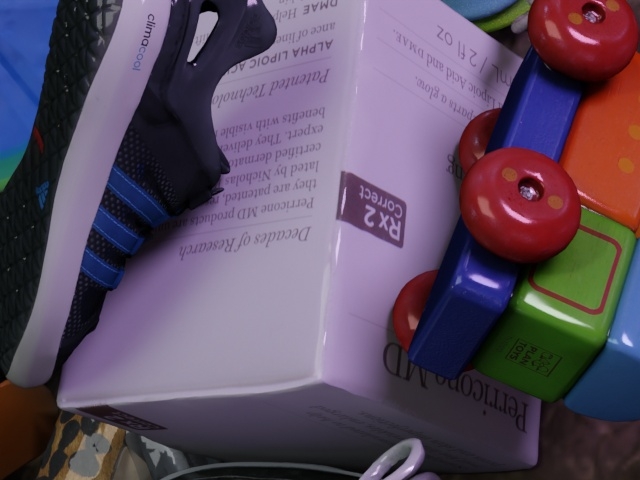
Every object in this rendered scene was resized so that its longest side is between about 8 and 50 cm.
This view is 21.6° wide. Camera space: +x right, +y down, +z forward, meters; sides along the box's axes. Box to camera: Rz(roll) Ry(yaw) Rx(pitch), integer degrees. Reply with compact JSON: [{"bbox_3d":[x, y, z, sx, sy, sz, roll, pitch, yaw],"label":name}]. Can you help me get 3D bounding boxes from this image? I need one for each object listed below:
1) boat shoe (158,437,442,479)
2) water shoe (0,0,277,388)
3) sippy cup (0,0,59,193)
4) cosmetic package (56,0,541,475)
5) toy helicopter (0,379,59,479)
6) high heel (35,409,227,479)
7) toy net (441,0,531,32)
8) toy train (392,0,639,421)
[{"bbox_3d":[0.027,0.139,0.636,0.306,0.105,0.113,19,63,38],"label":"boat shoe"},{"bbox_3d":[-0.075,-0.018,0.653,0.203,0.080,0.073,-66,34,35],"label":"water shoe"},{"bbox_3d":[-0.241,-0.171,1.000,0.305,0.240,0.224,-35,35,-6],"label":"sippy cup"},{"bbox_3d":[0.000,0.000,0.732,0.151,0.151,0.183,-10,65,39],"label":"cosmetic package"},{"bbox_3d":[-0.210,0.061,0.890,0.355,0.140,0.235,-41,32,12],"label":"toy helicopter"},{"bbox_3d":[-0.144,0.164,0.836,0.261,0.093,0.186,-37,48,15],"label":"high heel"},{"bbox_3d":[0.030,-0.177,0.853,0.122,0.045,0.232,-33,45,11],"label":"toy net"},{"bbox_3d":[0.134,-0.038,0.650,0.105,0.143,0.248,115,179,-56],"label":"toy train"}]
